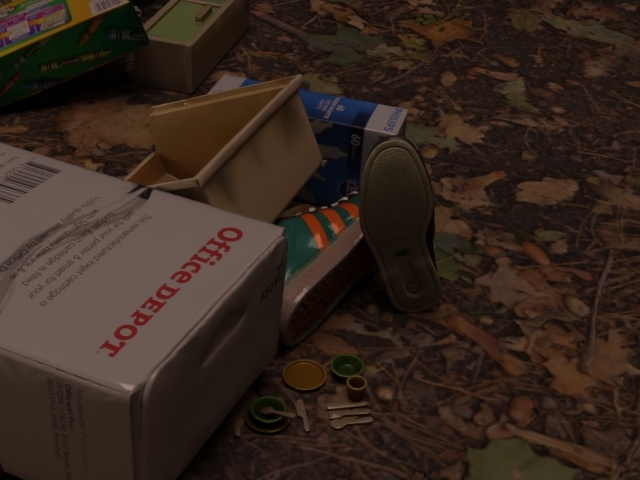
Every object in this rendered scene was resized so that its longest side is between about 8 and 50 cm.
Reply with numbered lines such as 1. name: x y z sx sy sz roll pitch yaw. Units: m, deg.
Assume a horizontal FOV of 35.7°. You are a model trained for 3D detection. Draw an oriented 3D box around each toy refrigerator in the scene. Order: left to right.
1. toy refrigerator: -0.209 -0.351 1.655 0.102 0.094 0.269 12 37 12

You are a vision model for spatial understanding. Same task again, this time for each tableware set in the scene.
1. tableware set: -0.023 0.155 1.042 0.154 0.024 0.104 -4 37 -10

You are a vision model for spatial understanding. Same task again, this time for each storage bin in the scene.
1. storage bin: -0.164 -0.069 1.187 0.260 0.123 0.262 -6 29 30

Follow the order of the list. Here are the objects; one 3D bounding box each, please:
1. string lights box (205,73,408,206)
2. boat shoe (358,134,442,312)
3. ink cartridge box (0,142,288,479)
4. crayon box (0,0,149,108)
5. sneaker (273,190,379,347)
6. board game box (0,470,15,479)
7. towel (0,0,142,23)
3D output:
1. string lights box: -0.021 -0.128 1.334 0.260 0.133 0.077 12 37 12
2. boat shoe: 0.088 -0.025 1.123 0.084 0.233 0.079 -9 39 6
3. ink cartridge box: -0.267 0.064 0.965 0.395 0.166 0.285 17 35 18
4. crayon box: -0.417 -0.312 1.522 0.278 0.081 0.165 -24 41 -4
5. sneaker: 0.000 0.000 1.184 0.121 0.108 0.302 28 44 22
6. board game box: -0.379 0.182 0.962 0.201 0.035 0.136 12 37 10
7. towel: -0.453 -0.420 1.766 0.187 0.049 0.282 -18 40 -29
